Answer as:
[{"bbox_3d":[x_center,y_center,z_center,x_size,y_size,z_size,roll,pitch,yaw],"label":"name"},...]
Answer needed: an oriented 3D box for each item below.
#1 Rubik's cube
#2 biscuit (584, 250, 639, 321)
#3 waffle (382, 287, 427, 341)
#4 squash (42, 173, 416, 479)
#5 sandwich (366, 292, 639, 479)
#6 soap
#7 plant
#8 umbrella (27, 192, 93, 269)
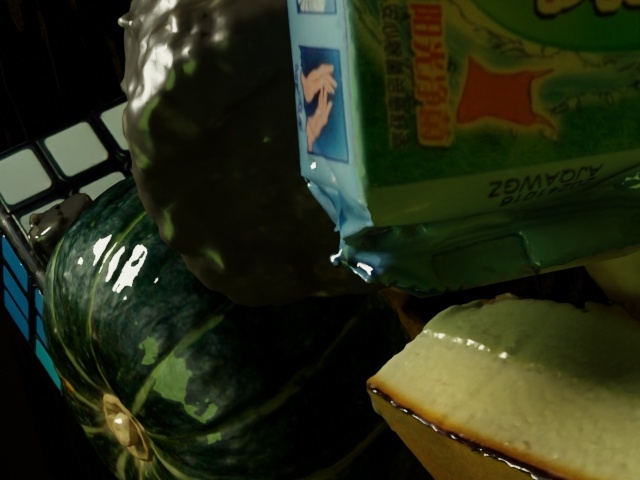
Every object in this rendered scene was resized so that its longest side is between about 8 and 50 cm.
[{"bbox_3d":[-0.179,0.006,1.325,0.160,0.163,0.162,55,155,16],"label":"Rubik's cube"},{"bbox_3d":[0.148,-0.052,0.727,0.260,0.041,0.203,62,162,2],"label":"biscuit"},{"bbox_3d":[0.000,0.000,1.069,0.293,0.069,0.260,62,160,-9],"label":"waffle"},{"bbox_3d":[-0.055,0.070,0.969,0.252,0.165,0.252,41,151,29],"label":"squash"},{"bbox_3d":[0.148,0.130,0.797,0.220,0.108,0.186,19,145,55],"label":"sandwich"},{"bbox_3d":[0.061,-0.130,0.598,0.077,0.156,0.293,-155,57,-69],"label":"soap"},{"bbox_3d":[-0.007,-0.089,0.785,0.234,0.178,0.204,-98,-5,-52],"label":"plant"},{"bbox_3d":[-0.076,0.090,1.209,0.128,0.154,0.336,-26,104,29],"label":"umbrella"}]
